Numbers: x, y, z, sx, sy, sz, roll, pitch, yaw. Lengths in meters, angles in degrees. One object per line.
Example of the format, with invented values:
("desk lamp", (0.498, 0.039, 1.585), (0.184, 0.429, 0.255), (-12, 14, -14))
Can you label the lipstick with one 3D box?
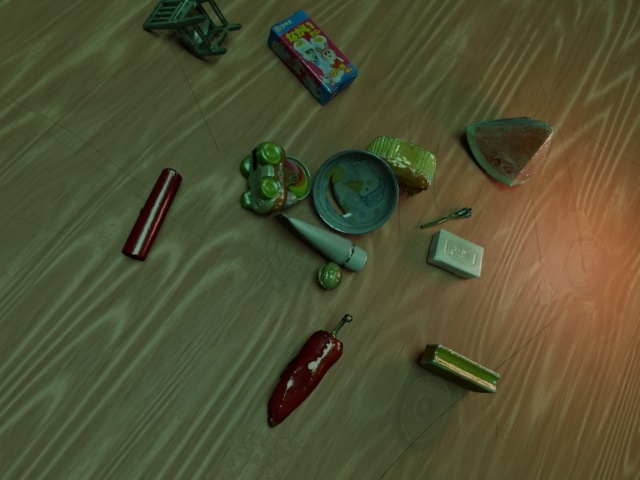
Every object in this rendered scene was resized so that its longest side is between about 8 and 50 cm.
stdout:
("lipstick", (-0.483, -0.078, 1.367), (0.073, 0.073, 0.279), (23, 69, -11))

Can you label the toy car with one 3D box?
("toy car", (-0.126, -0.187, 1.492), (0.235, 0.145, 0.235), (10, 72, -33))

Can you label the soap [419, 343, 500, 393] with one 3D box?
("soap", (0.426, 0.403, 1.489), (0.232, 0.140, 0.073), (27, 68, -9))

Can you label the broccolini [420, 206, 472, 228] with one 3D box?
("broccolini", (0.453, -0.081, 1.699), (0.218, 0.044, 0.042), (-15, 95, -16))

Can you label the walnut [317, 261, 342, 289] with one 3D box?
("walnut", (0.029, 0.112, 1.473), (0.092, 0.092, 0.092), (5, 73, -17))

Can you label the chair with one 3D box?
("chair", (-0.417, -0.699, 1.548), (0.271, 0.147, 0.136), (7, 63, 29))

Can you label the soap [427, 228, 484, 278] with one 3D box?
("soap", (0.473, 0.052, 1.648), (0.183, 0.064, 0.121), (23, 67, -12))

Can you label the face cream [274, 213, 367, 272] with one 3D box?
("face cream", (0.000, 0.000, 1.482), (0.314, 0.143, 0.089), (28, 85, -15))

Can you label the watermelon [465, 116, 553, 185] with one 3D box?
("watermelon", (0.693, -0.348, 1.748), (0.251, 0.292, 0.283), (-19, 81, 8))

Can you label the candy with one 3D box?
("candy", (-0.029, -0.646, 1.664), (0.157, 0.100, 0.306), (-43, 92, -22))

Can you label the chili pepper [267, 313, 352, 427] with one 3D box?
("chili pepper", (-0.032, 0.372, 1.372), (0.110, 0.110, 0.387), (40, 72, -4))

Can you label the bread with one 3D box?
("bread", (0.259, -0.244, 1.601), (0.250, 0.179, 0.133), (22, 65, -9))

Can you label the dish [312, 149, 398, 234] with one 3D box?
("dish", (0.116, -0.164, 1.554), (0.274, 0.134, 0.273), (2, 103, 7))
